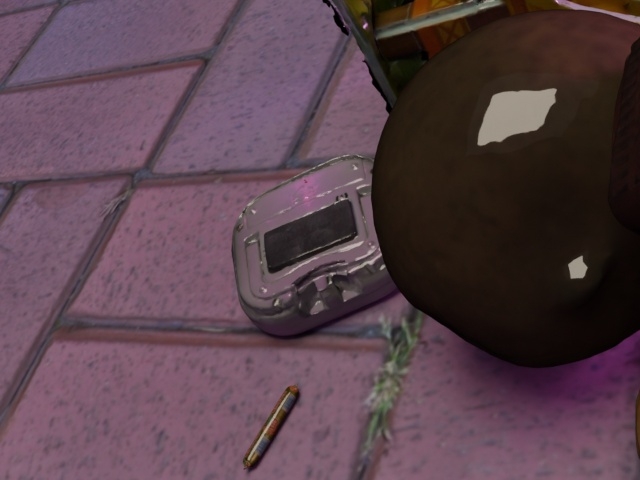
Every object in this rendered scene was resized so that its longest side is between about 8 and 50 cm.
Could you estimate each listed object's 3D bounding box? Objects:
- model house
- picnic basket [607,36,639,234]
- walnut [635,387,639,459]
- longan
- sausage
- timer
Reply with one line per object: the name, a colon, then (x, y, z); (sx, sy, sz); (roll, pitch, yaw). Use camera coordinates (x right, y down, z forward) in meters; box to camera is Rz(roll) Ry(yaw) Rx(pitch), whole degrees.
model house: (0.194, -0.278, 0.951); (0.312, 0.358, 0.243); (-12, 43, 26)
picnic basket: (0.322, -0.064, 0.623); (0.129, 0.296, 0.223); (148, 136, -66)
walnut: (0.305, 0.133, 0.609); (0.213, 0.213, 0.213); (-18, 43, 18)
longan: (0.186, -0.043, 0.792); (0.297, 0.297, 0.297); (-18, 43, 18)
sausage: (-0.048, 0.182, 0.931); (0.015, 0.015, 0.100); (12, 58, 40)
timer: (0.000, 0.000, 1.035); (0.208, 0.069, 0.191); (-24, 45, 10)
